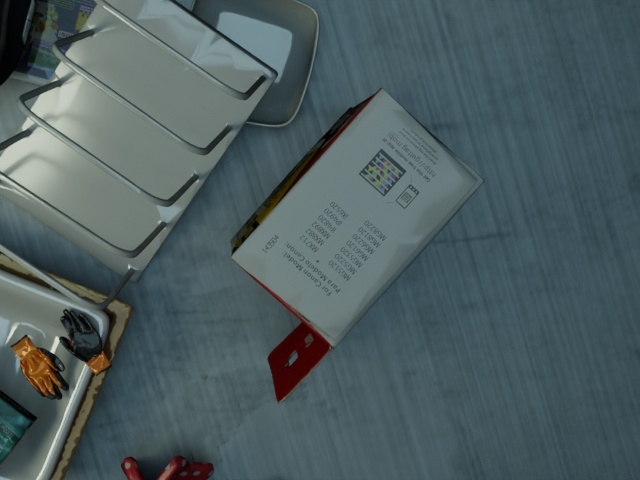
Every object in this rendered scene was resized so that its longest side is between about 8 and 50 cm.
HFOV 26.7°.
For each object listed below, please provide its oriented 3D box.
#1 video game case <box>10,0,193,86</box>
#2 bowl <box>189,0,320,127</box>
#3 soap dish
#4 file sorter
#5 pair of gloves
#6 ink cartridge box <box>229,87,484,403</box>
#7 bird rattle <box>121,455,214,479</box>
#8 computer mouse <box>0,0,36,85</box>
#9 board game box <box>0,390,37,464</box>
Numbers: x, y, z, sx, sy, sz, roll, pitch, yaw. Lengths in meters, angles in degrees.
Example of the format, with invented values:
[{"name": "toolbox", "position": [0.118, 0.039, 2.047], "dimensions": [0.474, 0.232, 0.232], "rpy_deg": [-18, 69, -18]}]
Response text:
[{"name": "video game case", "position": [-0.237, -0.243, 1.439], "dimensions": [0.201, 0.023, 0.183], "rpy_deg": [15, 91, -6]}, {"name": "bowl", "position": [-0.079, -0.196, 1.436], "dimensions": [0.142, 0.053, 0.142], "rpy_deg": [15, 90, -4]}, {"name": "soap dish", "position": [-0.369, 0.118, 1.396], "dimensions": [0.291, 0.118, 0.228], "rpy_deg": [22, 91, -5]}, {"name": "file sorter", "position": [-0.208, -0.097, 1.339], "dimensions": [0.193, 0.173, 0.277], "rpy_deg": [35, 106, -4]}, {"name": "pair of gloves", "position": [-0.257, 0.114, 1.339], "dimensions": [0.083, 0.010, 0.074], "rpy_deg": [-32, 95, -4]}, {"name": "ink cartridge box", "position": [0.000, 0.000, 1.321], "dimensions": [0.130, 0.309, 0.272], "rpy_deg": [42, 89, -4]}, {"name": "bird rattle", "position": [-0.185, 0.345, 1.376], "dimensions": [0.143, 0.207, 0.253], "rpy_deg": [25, 95, -2]}, {"name": "computer mouse", "position": [-0.299, -0.255, 1.377], "dimensions": [0.184, 0.060, 0.261], "rpy_deg": [0, 74, 25]}, {"name": "board game box", "position": [-0.392, 0.169, 1.323], "dimensions": [0.186, 0.026, 0.126], "rpy_deg": [38, 90, -4]}]
